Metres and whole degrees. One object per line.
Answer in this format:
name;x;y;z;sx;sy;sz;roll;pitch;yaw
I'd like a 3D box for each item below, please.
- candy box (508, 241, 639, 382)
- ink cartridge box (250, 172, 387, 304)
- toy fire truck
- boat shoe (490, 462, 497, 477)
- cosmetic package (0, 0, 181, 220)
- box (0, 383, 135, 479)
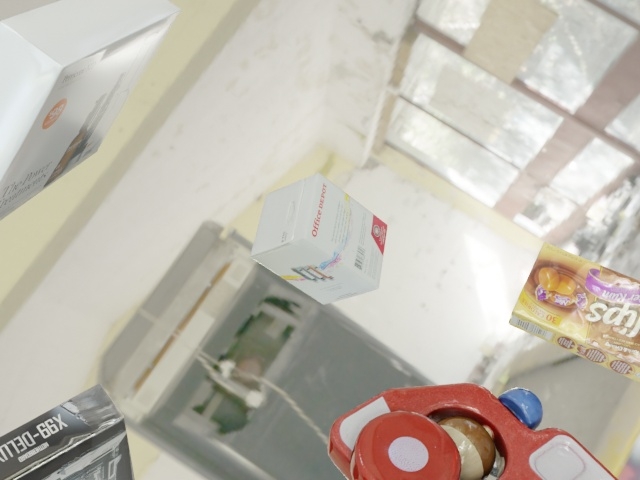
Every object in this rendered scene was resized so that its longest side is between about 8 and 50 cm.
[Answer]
candy box;0.344;0.091;1.121;0.109;0.187;0.053;-60;-18;-20
ink cartridge box;0.000;0.000;1.443;0.127;0.176;0.128;-18;48;40
toy fire truck;0.163;0.256;0.864;0.254;0.302;0.169;-23;-38;-32
boat shoe;0.260;0.285;1.096;0.049;0.142;0.040;-44;-36;-42
cosmetic package;-0.353;-0.191;1.205;0.284;0.097;0.377;-54;4;27
box;-0.393;0.372;1.297;0.242;0.076;0.307;-27;-35;-28
